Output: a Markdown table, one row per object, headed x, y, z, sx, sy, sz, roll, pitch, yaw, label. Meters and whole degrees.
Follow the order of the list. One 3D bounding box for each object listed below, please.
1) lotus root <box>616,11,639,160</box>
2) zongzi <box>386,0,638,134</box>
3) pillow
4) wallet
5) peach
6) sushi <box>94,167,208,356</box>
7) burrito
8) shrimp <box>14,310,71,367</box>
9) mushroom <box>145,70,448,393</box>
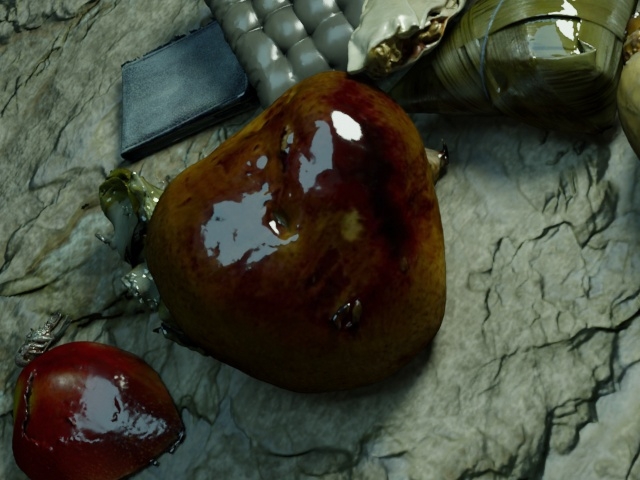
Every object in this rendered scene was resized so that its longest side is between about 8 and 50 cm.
| x | y | z | sx | sy | sz | roll | pitch | yaw | label |
| --- | --- | --- | --- | --- | --- | --- | --- | --- | --- |
| 0.388 | -0.110 | 1.346 | 0.169 | 0.151 | 0.343 | -29 | 43 | -4 | lotus root |
| 0.211 | -0.254 | 1.571 | 0.300 | 0.138 | 0.286 | -4 | 56 | 37 | zongzi |
| -0.027 | -0.317 | 1.760 | 0.228 | 0.101 | 0.326 | -35 | 60 | 14 | pillow |
| -0.176 | -0.210 | 1.869 | 0.222 | 0.036 | 0.167 | -23 | 52 | 22 | wallet |
| -0.282 | 0.203 | 1.653 | 0.279 | 0.068 | 0.189 | 2 | 65 | 35 | peach |
| -0.196 | 0.015 | 1.670 | 0.131 | 0.139 | 0.291 | -41 | 48 | 15 | sushi |
| 0.118 | -0.284 | 1.590 | 0.117 | 0.076 | 0.392 | -13 | 25 | 23 | burrito |
| -0.356 | 0.123 | 1.782 | 0.092 | 0.029 | 0.038 | -39 | 39 | -1 | shrimp |
| 0.000 | 0.000 | 1.508 | 0.345 | 0.259 | 0.345 | -1 | 87 | 16 | mushroom |
